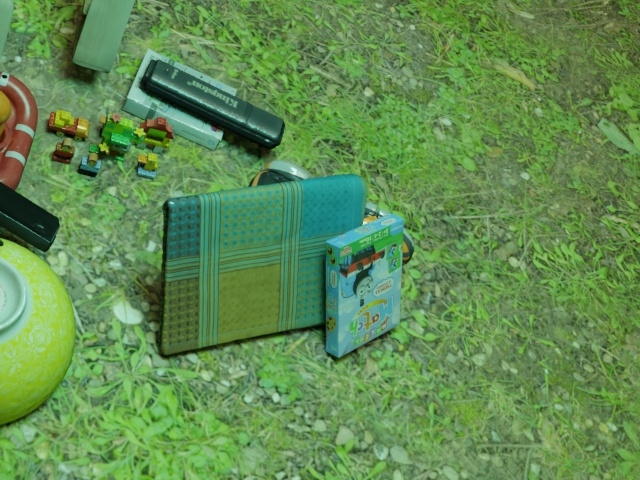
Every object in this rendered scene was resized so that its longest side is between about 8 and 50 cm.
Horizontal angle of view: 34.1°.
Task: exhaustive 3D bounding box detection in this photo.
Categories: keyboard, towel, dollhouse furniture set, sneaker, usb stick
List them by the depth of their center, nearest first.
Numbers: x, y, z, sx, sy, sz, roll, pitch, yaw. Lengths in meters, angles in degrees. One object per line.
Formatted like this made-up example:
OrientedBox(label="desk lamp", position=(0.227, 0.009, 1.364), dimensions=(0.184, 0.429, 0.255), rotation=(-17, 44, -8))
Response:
OrientedBox(label="keyboard", position=(-0.523, -0.075, 1.486), dimensions=(0.317, 0.033, 0.201), rotation=(33, 12, -13))
OrientedBox(label="towel", position=(-0.091, 0.034, 1.697), dimensions=(0.370, 0.271, 0.040), rotation=(-9, 25, -33))
OrientedBox(label="dollhouse furniture set", position=(-0.507, -0.480, 1.755), dimensions=(0.394, 0.256, 0.362), rotation=(15, 35, -20))
OrientedBox(label="sneaker", position=(0.000, 0.000, 1.861), dimensions=(0.321, 0.124, 0.180), rotation=(26, 51, 3))
OrientedBox(label="usb stick", position=(-0.194, -0.250, 1.916), dimensions=(0.278, 0.045, 0.077), rotation=(25, 49, -12))

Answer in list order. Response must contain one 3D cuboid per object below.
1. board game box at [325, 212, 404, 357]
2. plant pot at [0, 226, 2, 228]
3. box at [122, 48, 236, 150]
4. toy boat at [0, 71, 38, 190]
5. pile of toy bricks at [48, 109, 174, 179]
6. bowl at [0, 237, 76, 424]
OrientedBox(label="board game box", position=(0.075, 0.076, 1.785), dimensions=(0.160, 0.211, 0.039), rotation=(-24, 36, -39))
OrientedBox(label="plant pot", position=(-0.525, -0.030, 1.597), dimensions=(0.082, 0.081, 0.083), rotation=(5, 63, -27))
OrientedBox(label="box", position=(-0.260, -0.264, 1.946), dimensions=(0.186, 0.038, 0.145), rotation=(22, 49, -13))
OrientedBox(label="toy boat", position=(-0.529, -0.185, 1.656), dimensions=(0.151, 0.151, 0.231), rotation=(19, 50, -18))
OrientedBox(label="pile of toy bricks", position=(-0.353, -0.180, 1.784), dimensions=(0.212, 0.105, 0.118), rotation=(13, 52, -21))
OrientedBox(label="bowl", position=(-0.476, 0.103, 1.445), dimensions=(0.290, 0.156, 0.289), rotation=(10, 61, -18))
